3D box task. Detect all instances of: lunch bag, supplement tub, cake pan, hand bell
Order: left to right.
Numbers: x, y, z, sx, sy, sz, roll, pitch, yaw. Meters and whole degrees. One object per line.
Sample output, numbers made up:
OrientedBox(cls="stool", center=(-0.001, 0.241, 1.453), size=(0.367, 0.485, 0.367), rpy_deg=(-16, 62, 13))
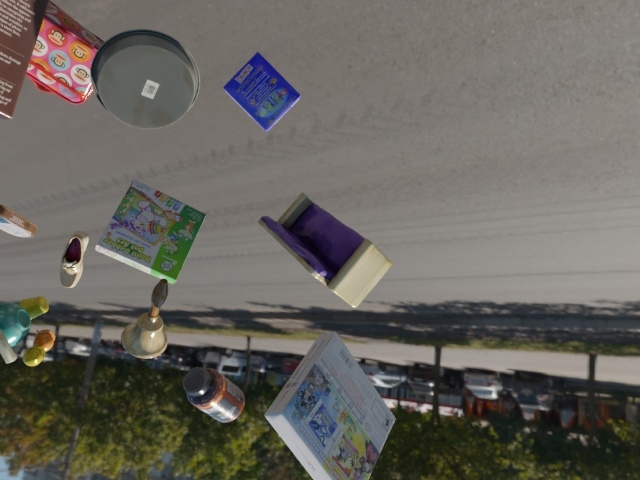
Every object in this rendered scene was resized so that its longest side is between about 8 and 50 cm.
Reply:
OrientedBox(cls="lunch bag", center=(-0.845, -0.586, 1.672), size=(0.293, 0.120, 0.258), rpy_deg=(34, 118, -26))
OrientedBox(cls="cake pan", center=(-0.480, -0.432, 1.457), size=(0.293, 0.054, 0.293), rpy_deg=(-12, 137, -12))
OrientedBox(cls="hand bell", center=(-0.438, 0.189, 1.387), size=(0.126, 0.126, 0.242), rpy_deg=(14, 127, -22))
OrientedBox(cls="supplement tub", center=(-0.286, 0.406, 1.399), size=(0.106, 0.106, 0.198), rpy_deg=(2, 146, 22))

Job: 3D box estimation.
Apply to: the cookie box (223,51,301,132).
OrientedBox(cls="cookie box", center=(-0.104, -0.264, 0.941), size=(0.107, 0.092, 0.040), rpy_deg=(45, 178, -9))

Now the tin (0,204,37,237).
OrientedBox(cls="tin", center=(-0.988, -0.062, 1.656), size=(0.106, 0.040, 0.190), rpy_deg=(-7, 150, 21))

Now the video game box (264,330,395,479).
OrientedBox(cls="video game box", center=(0.025, 0.285, 0.846), size=(0.048, 0.187, 0.205), rpy_deg=(-24, 106, 37))

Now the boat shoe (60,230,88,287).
OrientedBox(cls="boat shoe", center=(-0.710, 0.058, 1.494), size=(0.063, 0.170, 0.059), rpy_deg=(14, -173, -9))

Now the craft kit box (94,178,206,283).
OrientedBox(cls="craft kit box", center=(-0.511, -0.028, 1.604), size=(0.249, 0.247, 0.061), rpy_deg=(26, 153, -16))

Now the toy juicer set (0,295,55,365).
OrientedBox(cls="toy juicer set", center=(-0.895, 0.276, 1.530), size=(0.089, 0.209, 0.329), rpy_deg=(-18, 178, -1))

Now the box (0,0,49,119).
OrientedBox(cls="box", center=(-0.714, -0.474, 1.098), size=(0.143, 0.382, 0.191), rpy_deg=(15, 176, 26))

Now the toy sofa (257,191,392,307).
OrientedBox(cls="toy sofa", center=(0.000, 0.000, 1.356), size=(0.177, 0.150, 0.362), rpy_deg=(42, 179, -38))
